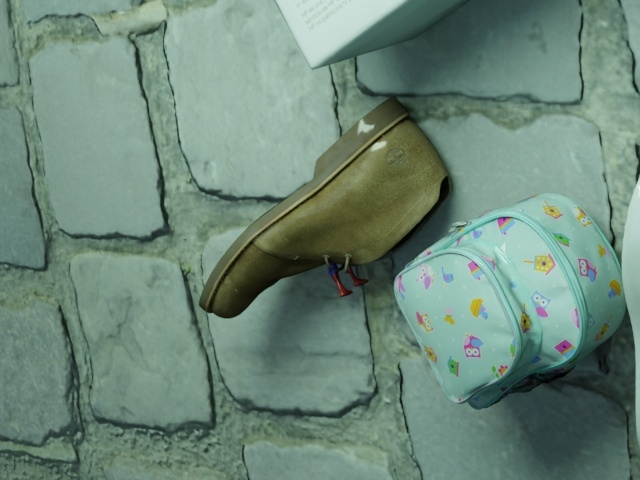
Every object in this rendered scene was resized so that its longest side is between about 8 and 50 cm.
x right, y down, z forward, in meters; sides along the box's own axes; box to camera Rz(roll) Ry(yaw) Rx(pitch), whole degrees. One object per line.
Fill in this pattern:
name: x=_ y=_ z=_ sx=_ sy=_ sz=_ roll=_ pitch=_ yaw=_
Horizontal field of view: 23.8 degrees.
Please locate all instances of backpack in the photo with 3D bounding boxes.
backpack: x=0.172 y=0.052 z=1.362 sx=0.188 sy=0.144 sz=0.165 roll=-34 pitch=77 yaw=40

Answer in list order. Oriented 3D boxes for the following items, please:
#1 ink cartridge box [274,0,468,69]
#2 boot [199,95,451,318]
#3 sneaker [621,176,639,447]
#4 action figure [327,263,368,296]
ink cartridge box: x=0.036 y=-0.393 z=1.297 sx=0.285 sy=0.166 sz=0.394 roll=-31 pitch=86 yaw=42
boot: x=0.000 y=0.000 z=1.494 sx=0.305 sy=0.112 sz=0.115 roll=-42 pitch=87 yaw=27
sneaker: x=0.342 y=0.062 z=1.253 sx=0.161 sy=0.102 sz=0.282 roll=7 pitch=121 yaw=36
action figure: x=0.009 y=0.001 z=1.559 sx=0.038 sy=0.030 sz=0.115 roll=-38 pitch=75 yaw=37
